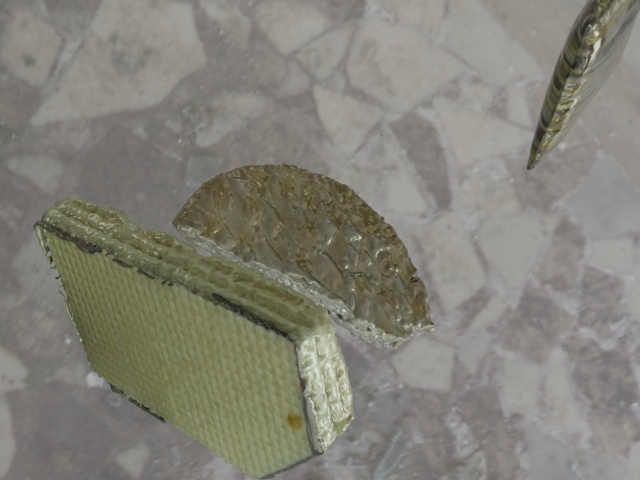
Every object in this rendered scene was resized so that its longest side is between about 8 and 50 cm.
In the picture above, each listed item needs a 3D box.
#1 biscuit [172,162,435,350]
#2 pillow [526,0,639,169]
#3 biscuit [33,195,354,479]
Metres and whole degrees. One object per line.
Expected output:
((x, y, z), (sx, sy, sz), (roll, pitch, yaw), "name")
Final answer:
((-0.001, 0.001, 0.892), (0.290, 0.038, 0.141), (29, 54, -25), "biscuit")
((0.284, -0.203, 0.974), (0.052, 0.212, 0.208), (31, 58, 15), "pillow")
((-0.078, 0.064, 0.597), (0.052, 0.252, 0.150), (-37, 130, -32), "biscuit")
